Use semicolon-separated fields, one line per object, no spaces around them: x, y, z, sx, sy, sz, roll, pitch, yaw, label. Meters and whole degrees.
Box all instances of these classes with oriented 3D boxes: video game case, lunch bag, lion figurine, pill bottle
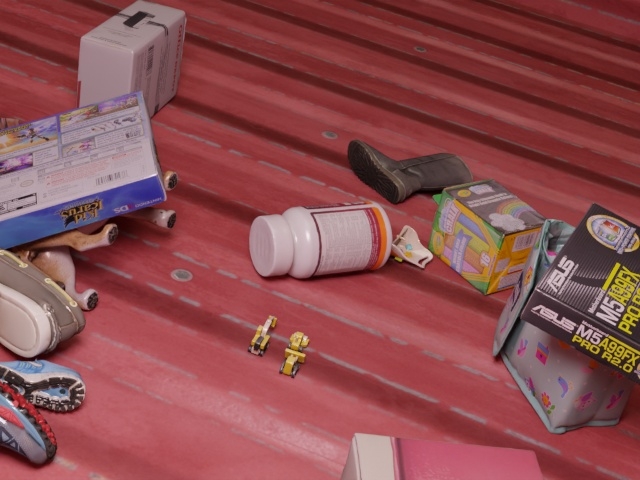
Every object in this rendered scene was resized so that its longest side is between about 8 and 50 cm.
-0.388;-0.115;1.657;0.269;0.061;0.244;-16;42;-3;video game case
0.371;0.123;1.615;0.160;0.223;0.262;-4;40;-25;lunch bag
-0.386;-0.045;1.704;0.240;0.142;0.392;17;35;21;lion figurine
0.000;0.000;1.783;0.221;0.121;0.121;-6;36;-28;pill bottle

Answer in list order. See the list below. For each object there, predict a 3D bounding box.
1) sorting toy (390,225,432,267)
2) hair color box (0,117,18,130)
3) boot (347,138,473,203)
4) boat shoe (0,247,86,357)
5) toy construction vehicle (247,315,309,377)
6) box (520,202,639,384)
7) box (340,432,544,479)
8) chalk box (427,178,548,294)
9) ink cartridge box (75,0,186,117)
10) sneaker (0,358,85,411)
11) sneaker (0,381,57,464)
0.160;0.021;1.889;0.075;0.045;0.083;30;34;13;sorting toy
-0.567;-0.165;1.806;0.053;0.093;0.167;2;6;3;hair color box
0.182;-0.154;2.147;0.208;0.076;0.189;-22;59;-34;boot
-0.461;0.066;1.521;0.305;0.109;0.091;30;30;31;boat shoe
-0.059;0.155;1.593;0.086;0.035;0.098;19;32;11;toy construction vehicle
0.423;0.074;1.462;0.216;0.060;0.270;31;39;15;box
0.142;0.334;1.266;0.232;0.148;0.127;7;32;-9;box
0.288;-0.020;1.915;0.132;0.132;0.213;-12;38;-34;chalk box
-0.379;-0.347;2.133;0.114;0.197;0.273;17;31;8;ink cartridge box
-0.394;0.189;1.410;0.162;0.063;0.073;11;12;-10;sneaker
-0.452;0.216;1.313;0.262;0.125;0.104;33;-9;1;sneaker
